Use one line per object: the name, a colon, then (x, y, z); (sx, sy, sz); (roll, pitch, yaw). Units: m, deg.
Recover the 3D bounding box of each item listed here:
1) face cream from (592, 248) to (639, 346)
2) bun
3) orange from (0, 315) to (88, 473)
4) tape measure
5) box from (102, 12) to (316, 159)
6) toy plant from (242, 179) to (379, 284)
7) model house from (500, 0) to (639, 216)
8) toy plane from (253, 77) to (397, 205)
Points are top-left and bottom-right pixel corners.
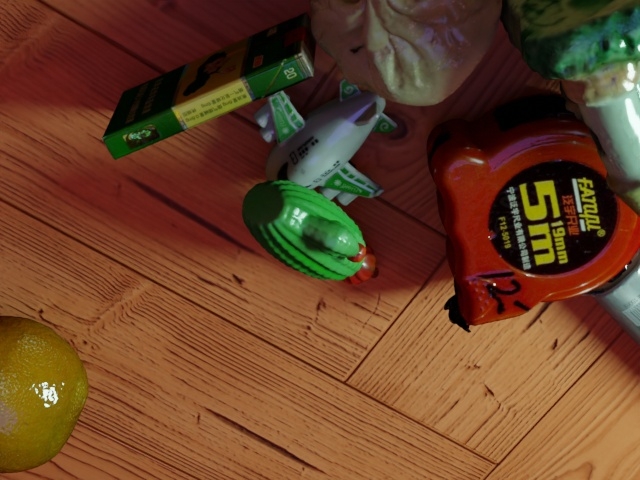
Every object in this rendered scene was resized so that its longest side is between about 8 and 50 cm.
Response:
face cream: (0.448, 0.115, 1.422); (0.269, 0.073, 0.107); (40, 118, -19)
bun: (0.070, -0.245, 1.150); (0.133, 0.231, 0.231); (-13, 131, -43)
orange: (-0.391, 0.187, 1.426); (0.206, 0.206, 0.206); (1, 120, 1)
tape measure: (0.247, -0.039, 1.320); (0.260, 0.114, 0.253); (-14, 118, 5)
box: (-0.116, -0.167, 1.245); (0.235, 0.132, 0.034); (-22, 116, 13)
toy plant: (-0.013, -0.006, 1.323); (0.154, 0.240, 0.088); (23, 86, 11)
model house: (0.329, -0.134, 1.167); (0.194, 0.267, 0.325); (-24, 116, 11)
toy plane: (0.005, -0.110, 1.304); (0.174, 0.080, 0.174); (3, 124, 4)
